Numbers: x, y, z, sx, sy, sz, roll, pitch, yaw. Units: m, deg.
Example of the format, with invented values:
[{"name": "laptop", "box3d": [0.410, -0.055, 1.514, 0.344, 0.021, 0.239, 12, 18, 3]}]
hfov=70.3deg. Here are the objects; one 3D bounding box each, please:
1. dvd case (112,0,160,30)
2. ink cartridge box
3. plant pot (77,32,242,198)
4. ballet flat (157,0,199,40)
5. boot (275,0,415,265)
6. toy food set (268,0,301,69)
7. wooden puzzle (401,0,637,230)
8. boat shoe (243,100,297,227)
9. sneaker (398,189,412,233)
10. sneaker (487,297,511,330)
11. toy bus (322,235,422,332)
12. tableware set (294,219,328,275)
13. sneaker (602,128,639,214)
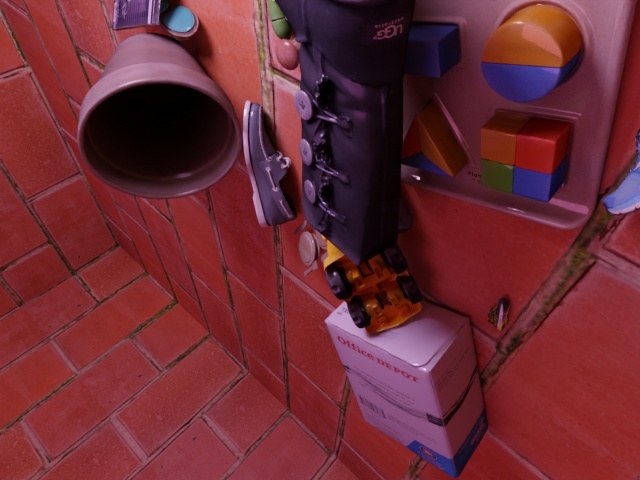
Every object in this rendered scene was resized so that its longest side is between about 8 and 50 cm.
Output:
[{"name": "dvd case", "box3d": [-0.398, -0.549, 0.988, 0.221, 0.018, 0.164, 21, 106, 43]}, {"name": "ink cartridge box", "box3d": [0.209, 0.319, 1.069, 0.286, 0.166, 0.394, 18, 138, 44]}, {"name": "plant pot", "box3d": [-0.357, -0.298, 1.012, 0.323, 0.324, 0.280, 98, 158, -53]}, {"name": "ballet flat", "box3d": [-0.327, -0.487, 1.011, 0.206, 0.073, 0.067, 42, 170, 26]}, {"name": "boot", "box3d": [0.003, -0.225, 0.670, 0.445, 0.146, 0.366, 81, 166, -51]}, {"name": "toy food set", "box3d": [-0.036, -0.344, 0.749, 0.128, 0.071, 0.217, 18, 138, 45]}, {"name": "wooden puzzle", "box3d": [0.198, -0.187, 0.594, 0.322, 0.080, 0.347, 25, 142, 39]}, {"name": "boat shoe", "box3d": [-0.115, -0.173, 1.066, 0.099, 0.116, 0.319, -3, 126, 3]}, {"name": "sneaker", "box3d": [0.102, -0.112, 0.820, 0.223, 0.083, 0.098, 48, 139, -3]}, {"name": "sneaker", "box3d": [0.324, 0.134, 0.836, 0.035, 0.031, 0.083, 27, 143, 36]}, {"name": "toy bus", "box3d": [0.095, 0.049, 0.946, 0.220, 0.150, 0.211, 58, -172, -32]}, {"name": "tableware set", "box3d": [0.000, 0.000, 1.111, 0.194, 0.039, 0.128, -42, 58, 56]}, {"name": "sneaker", "box3d": [0.374, -0.091, 0.500, 0.073, 0.064, 0.162, 59, 151, 23]}]
